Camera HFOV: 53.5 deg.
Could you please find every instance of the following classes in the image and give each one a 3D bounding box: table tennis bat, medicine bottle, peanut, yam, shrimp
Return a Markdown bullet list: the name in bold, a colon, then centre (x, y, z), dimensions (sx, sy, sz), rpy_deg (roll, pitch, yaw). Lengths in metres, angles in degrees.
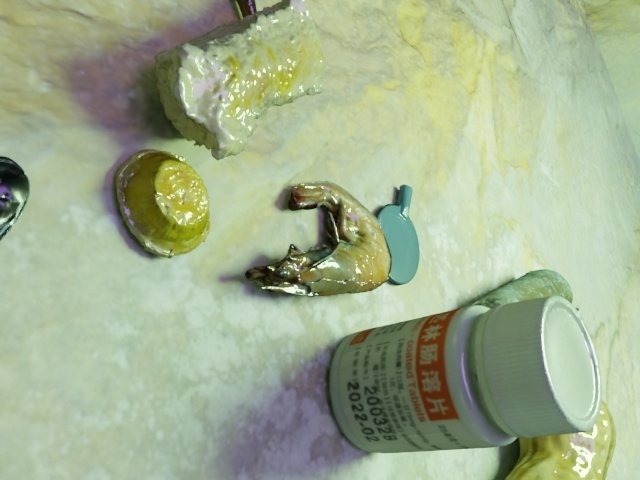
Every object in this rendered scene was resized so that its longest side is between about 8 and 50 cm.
- **table tennis bat**: centre (0.105, -0.012, 0.861), dimensions (0.100, 0.019, 0.155), rpy_deg (38, 51, -34)
- **medicine bottle**: centre (0.141, 0.143, 0.654), dimensions (0.144, 0.252, 0.145), rpy_deg (20, 62, -45)
- **peanut**: centre (0.340, 0.326, 0.922), dimensions (0.147, 0.147, 0.305), rpy_deg (55, 46, -19)
- **yam**: centre (0.319, 0.107, 1.012), dimensions (0.259, 0.093, 0.093), rpy_deg (-13, 85, -51)
- **shrimp**: centre (-0.001, 0.001, 0.712), dimensions (0.251, 0.052, 0.144), rpy_deg (-9, 71, -57)

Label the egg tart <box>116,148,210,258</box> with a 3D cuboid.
- **egg tart**: centre (-0.133, -0.037, 0.570), dimensions (0.105, 0.039, 0.105), rpy_deg (20, 61, -42)

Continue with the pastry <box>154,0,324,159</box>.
- **pastry**: centre (-0.075, -0.169, 0.652), dimensions (0.121, 0.089, 0.258), rpy_deg (60, 41, -19)

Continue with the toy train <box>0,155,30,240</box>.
- **toy train**: centre (-0.258, 0.034, 0.383), dimensions (0.052, 0.051, 0.234), rpy_deg (47, 41, -27)

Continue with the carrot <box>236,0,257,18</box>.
- **carrot**: centre (-0.109, -0.357, 0.726), dimensions (0.049, 0.049, 0.254), rpy_deg (-17, 93, -51)
